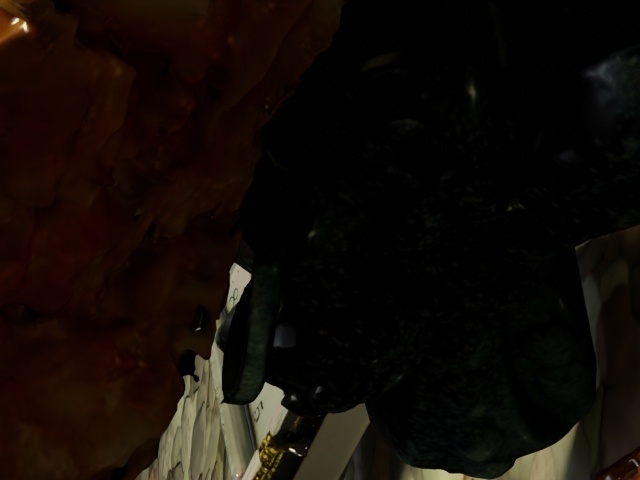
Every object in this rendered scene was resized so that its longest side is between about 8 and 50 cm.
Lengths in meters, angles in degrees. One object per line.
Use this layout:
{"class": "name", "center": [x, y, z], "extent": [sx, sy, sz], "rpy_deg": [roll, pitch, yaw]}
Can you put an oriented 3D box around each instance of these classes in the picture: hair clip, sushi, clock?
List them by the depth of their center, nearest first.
{"class": "sushi", "center": [-0.092, -0.065, 0.692], "extent": [0.182, 0.196, 0.343], "rpy_deg": [27, 105, 43]}
{"class": "hair clip", "center": [0.051, -0.019, 0.799], "extent": [0.310, 0.206, 0.195], "rpy_deg": [114, 157, -53]}
{"class": "clock", "center": [-0.012, 0.045, 1.246], "extent": [0.253, 0.083, 0.186], "rpy_deg": [-105, 33, -46]}

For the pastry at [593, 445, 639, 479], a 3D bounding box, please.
{"class": "pastry", "center": [0.132, 0.114, 0.631], "extent": [0.208, 0.097, 0.115], "rpy_deg": [121, 146, -63]}
